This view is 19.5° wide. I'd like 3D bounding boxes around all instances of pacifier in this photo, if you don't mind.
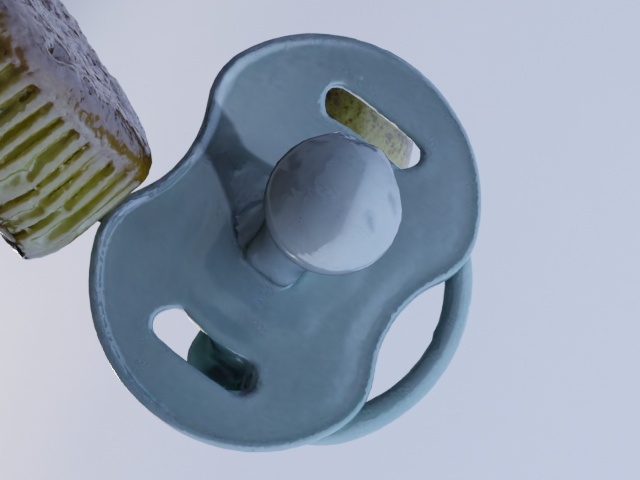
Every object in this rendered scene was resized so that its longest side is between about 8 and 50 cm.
[{"bbox_3d":[0.000,0.000,1.371,0.343,0.288,0.269,-56,-174,-13],"label":"pacifier"}]

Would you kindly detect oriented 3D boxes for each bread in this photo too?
[{"bbox_3d":[-0.236,-0.117,1.316,0.142,0.253,0.227,-32,-137,2],"label":"bread"}]

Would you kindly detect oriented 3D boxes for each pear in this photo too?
[{"bbox_3d":[0.025,-0.129,2.225,0.197,0.197,0.197,-57,-162,30],"label":"pear"}]
